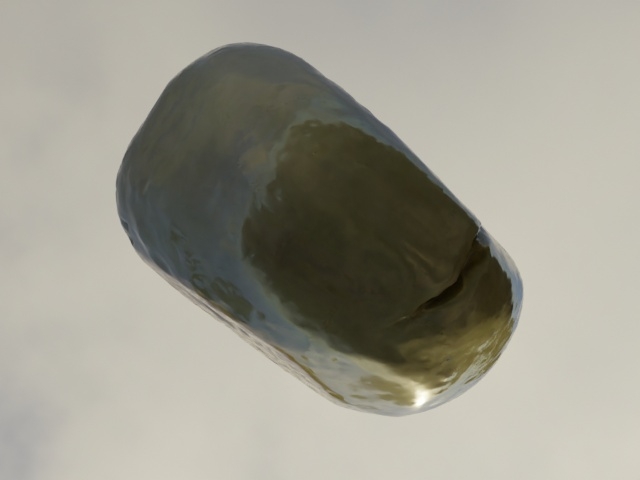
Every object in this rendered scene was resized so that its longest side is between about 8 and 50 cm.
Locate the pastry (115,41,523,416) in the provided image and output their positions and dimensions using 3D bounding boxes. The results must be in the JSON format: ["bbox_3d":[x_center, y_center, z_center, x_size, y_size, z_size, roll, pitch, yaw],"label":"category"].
[{"bbox_3d":[0.000,0.000,0.584,0.092,0.156,0.156,-57,-41,-5],"label":"pastry"}]
